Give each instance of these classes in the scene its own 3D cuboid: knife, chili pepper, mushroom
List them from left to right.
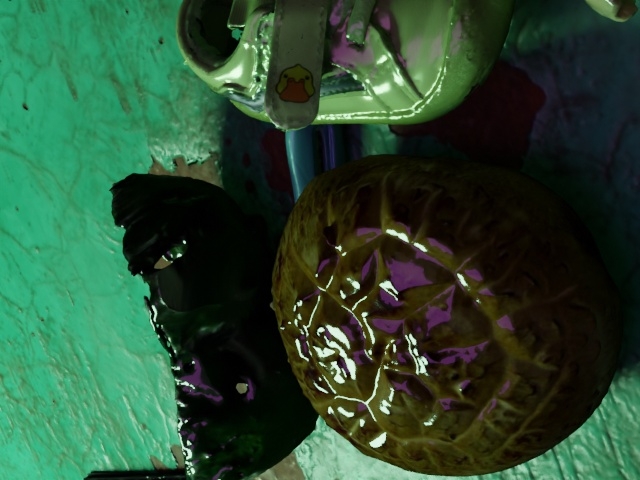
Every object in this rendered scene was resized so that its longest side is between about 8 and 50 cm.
[{"bbox_3d":[-0.079,0.060,0.953,0.116,0.148,0.264,-19,92,59],"label":"chili pepper"},{"bbox_3d":[0.000,0.000,0.923,0.031,0.064,0.222,21,121,50],"label":"knife"},{"bbox_3d":[0.078,0.051,0.827,0.253,0.153,0.253,14,118,26],"label":"mushroom"}]

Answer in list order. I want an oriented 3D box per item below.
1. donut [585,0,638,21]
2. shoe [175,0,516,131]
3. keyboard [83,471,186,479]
[{"bbox_3d":[0.182,-0.296,0.536,0.371,0.150,0.307,-32,77,64],"label":"donut"},{"bbox_3d":[0.007,-0.136,0.800,0.262,0.128,0.140,-2,86,47],"label":"shoe"},{"bbox_3d":[-0.155,0.264,1.189,0.231,0.023,0.072,-12,104,41],"label":"keyboard"}]
